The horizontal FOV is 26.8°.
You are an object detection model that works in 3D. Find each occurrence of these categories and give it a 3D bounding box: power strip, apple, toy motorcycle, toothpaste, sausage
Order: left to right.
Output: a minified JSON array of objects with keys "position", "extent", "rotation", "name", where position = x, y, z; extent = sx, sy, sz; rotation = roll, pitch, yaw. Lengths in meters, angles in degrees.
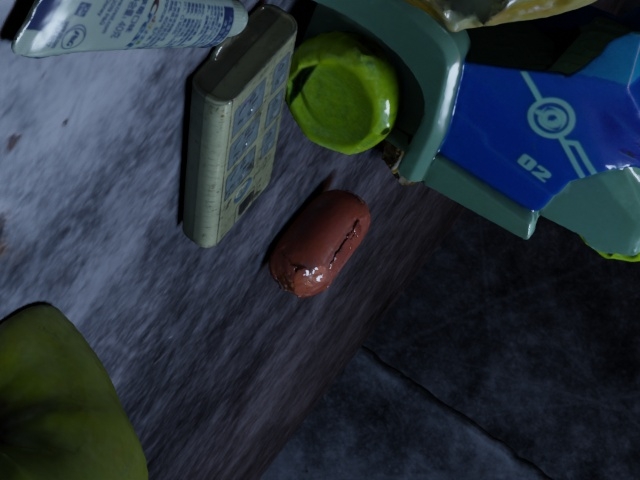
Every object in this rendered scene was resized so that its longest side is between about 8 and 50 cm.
[{"position":[-0.266,0.230,0.886],"extent":[0.360,0.311,0.320],"rotation":[-60,-146,31],"name":"apple"},{"position":[-0.090,-0.123,0.714],"extent":[0.062,0.037,0.216],"rotation":[-58,166,18],"name":"toothpaste"},{"position":[-0.065,-0.071,1.008],"extent":[0.092,0.034,0.268],"rotation":[-51,169,-26],"name":"power strip"},{"position":[0.000,0.000,1.450],"extent":[0.141,0.076,0.076],"rotation":[-49,168,-28],"name":"sausage"},{"position":[0.151,-0.128,1.015],"extent":[0.191,0.326,0.200],"rotation":[-46,165,-46],"name":"toy motorcycle"}]

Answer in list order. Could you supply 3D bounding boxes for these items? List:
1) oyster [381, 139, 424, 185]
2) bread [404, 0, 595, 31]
[{"position":[0.137,-0.169,1.551],"extent":[0.204,0.111,0.396],"rotation":[-24,153,-38],"name":"oyster"},{"position":[0.174,-0.264,0.860],"extent":[0.252,0.196,0.238],"rotation":[-13,156,-44],"name":"bread"}]
